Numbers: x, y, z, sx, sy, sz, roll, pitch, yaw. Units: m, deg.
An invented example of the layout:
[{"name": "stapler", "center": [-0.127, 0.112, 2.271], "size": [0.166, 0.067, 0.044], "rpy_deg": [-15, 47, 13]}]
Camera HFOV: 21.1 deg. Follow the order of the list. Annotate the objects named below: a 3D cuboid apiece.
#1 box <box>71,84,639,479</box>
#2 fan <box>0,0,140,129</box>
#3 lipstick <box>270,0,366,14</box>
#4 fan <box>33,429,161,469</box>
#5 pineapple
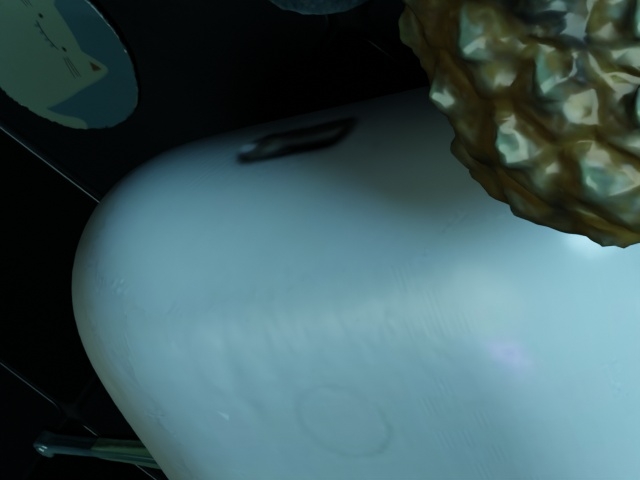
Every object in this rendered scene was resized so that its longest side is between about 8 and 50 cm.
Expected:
[{"name": "box", "center": [0.068, 0.090, 0.768], "size": [0.289, 0.141, 0.349], "rpy_deg": [-11, 126, 31]}, {"name": "fan", "center": [-0.165, -0.100, 0.888], "size": [0.175, 0.005, 0.113], "rpy_deg": [2, 134, 38]}, {"name": "lipstick", "center": [0.002, -0.185, 0.605], "size": [0.053, 0.053, 0.234], "rpy_deg": [23, 142, 18]}, {"name": "fan", "center": [-0.121, 0.142, 1.135], "size": [0.193, 0.016, 0.038], "rpy_deg": [0, 134, 41]}, {"name": "pineapple", "center": [0.070, -0.163, 0.494], "size": [0.169, 0.169, 0.340], "rpy_deg": [3, 128, 39]}]
